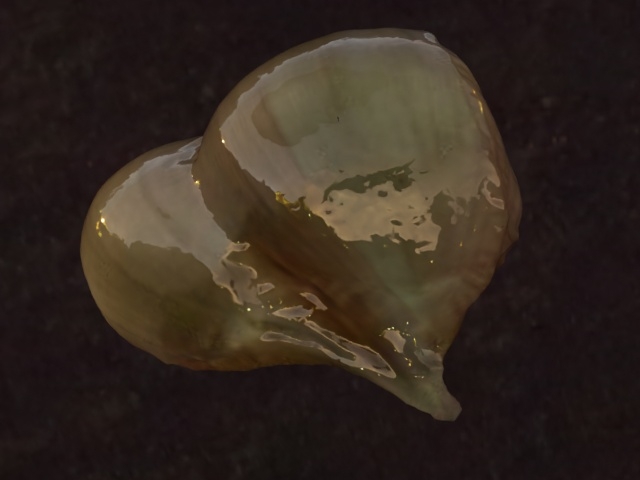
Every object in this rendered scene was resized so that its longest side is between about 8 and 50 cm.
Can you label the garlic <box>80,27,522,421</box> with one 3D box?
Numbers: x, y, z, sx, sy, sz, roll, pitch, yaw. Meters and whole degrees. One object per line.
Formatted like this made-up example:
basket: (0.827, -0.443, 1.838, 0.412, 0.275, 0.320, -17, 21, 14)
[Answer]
garlic: (-0.007, -0.001, 0.493, 0.174, 0.124, 0.099, -23, 32, 26)
